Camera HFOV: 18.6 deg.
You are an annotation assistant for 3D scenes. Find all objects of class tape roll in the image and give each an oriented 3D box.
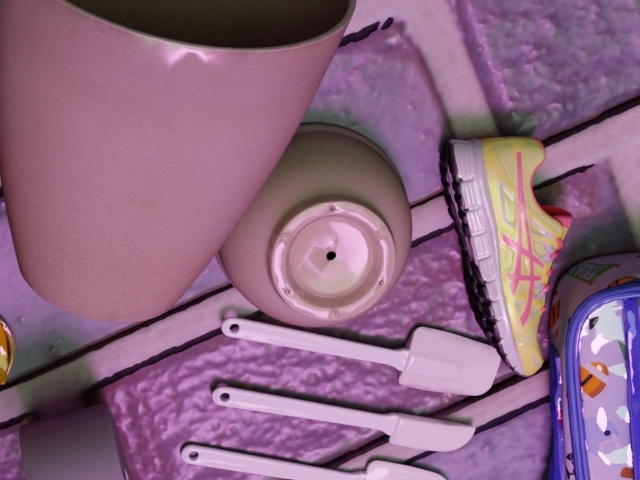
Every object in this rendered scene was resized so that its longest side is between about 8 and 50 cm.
[{"bbox_3d":[-0.170,0.239,1.504,0.072,0.219,0.219,-14,110,-5],"label":"tape roll"}]

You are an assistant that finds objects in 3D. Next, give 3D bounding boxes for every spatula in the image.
[{"bbox_3d":[0.017,0.140,1.618,0.242,0.019,0.168,12,111,-14],"label":"spatula"}]

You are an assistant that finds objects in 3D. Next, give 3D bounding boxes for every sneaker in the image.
[{"bbox_3d":[0.162,0.011,1.567,0.094,0.081,0.208,-16,110,-8],"label":"sneaker"}]

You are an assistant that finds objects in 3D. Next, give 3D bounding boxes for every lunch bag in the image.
[{"bbox_3d":[0.304,0.156,1.628,0.243,0.115,0.303,-8,108,-6],"label":"lunch bag"}]

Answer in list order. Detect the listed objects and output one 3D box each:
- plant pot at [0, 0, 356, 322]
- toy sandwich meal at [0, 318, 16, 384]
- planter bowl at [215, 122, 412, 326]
[{"bbox_3d":[-0.134,-0.085,1.409,0.256,0.256,0.274,9,122,-14],"label":"plant pot"},{"bbox_3d":[-0.278,0.088,1.534,0.085,0.029,0.085,-3,109,-10],"label":"toy sandwich meal"},{"bbox_3d":[0.000,0.000,1.517,0.162,0.109,0.162,-3,109,-9],"label":"planter bowl"}]
